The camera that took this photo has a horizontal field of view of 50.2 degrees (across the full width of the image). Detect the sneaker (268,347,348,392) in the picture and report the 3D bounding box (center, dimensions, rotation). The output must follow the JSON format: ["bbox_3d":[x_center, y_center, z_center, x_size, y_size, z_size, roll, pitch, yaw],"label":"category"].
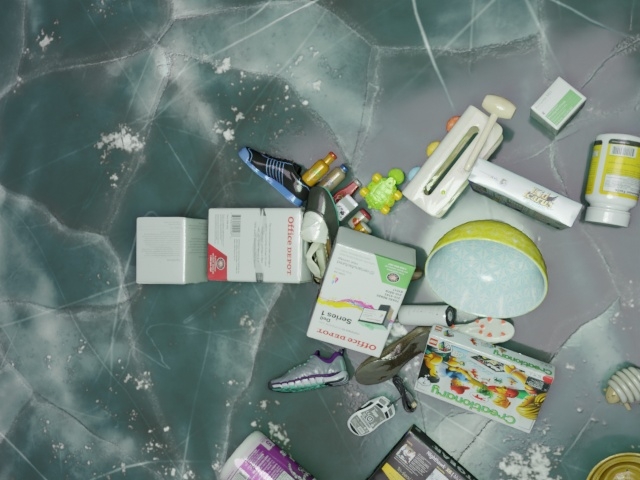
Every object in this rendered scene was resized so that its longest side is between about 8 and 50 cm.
[{"bbox_3d":[-0.035,0.353,1.849,0.224,0.083,0.098,-10,66,11],"label":"sneaker"}]

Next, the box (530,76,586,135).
[{"bbox_3d":[0.576,-0.325,1.658,0.087,0.102,0.101,44,102,13],"label":"box"}]

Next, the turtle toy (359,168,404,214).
[{"bbox_3d":[0.169,-0.134,1.787,0.095,0.066,0.130,42,98,2],"label":"turtle toy"}]

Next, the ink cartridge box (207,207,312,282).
[{"bbox_3d":[-0.158,0.012,1.845,0.273,0.114,0.197,1,90,20],"label":"ink cartridge box"}]

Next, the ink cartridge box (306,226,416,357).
[{"bbox_3d":[0.099,0.132,1.714,0.201,0.117,0.278,17,115,-1],"label":"ink cartridge box"}]

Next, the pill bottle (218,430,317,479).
[{"bbox_3d":[-0.107,0.661,1.808,0.301,0.169,0.169,38,99,12],"label":"pill bottle"}]

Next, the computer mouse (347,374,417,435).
[{"bbox_3d":[0.155,0.443,1.800,0.193,0.042,0.106,-34,97,11],"label":"computer mouse"}]

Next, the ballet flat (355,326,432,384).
[{"bbox_3d":[0.195,0.297,1.789,0.250,0.058,0.084,-38,117,17],"label":"ballet flat"}]

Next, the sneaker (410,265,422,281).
[{"bbox_3d":[0.176,0.101,1.796,0.188,0.066,0.071,1,110,18],"label":"sneaker"}]

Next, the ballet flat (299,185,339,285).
[{"bbox_3d":[0.000,0.000,1.751,0.095,0.096,0.280,13,128,34],"label":"ballet flat"}]

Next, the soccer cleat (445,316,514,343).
[{"bbox_3d":[0.392,0.238,1.715,0.196,0.076,0.068,-9,48,26],"label":"soccer cleat"}]

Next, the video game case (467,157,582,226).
[{"bbox_3d":[0.473,-0.104,1.598,0.244,0.269,0.061,26,96,14],"label":"video game case"}]

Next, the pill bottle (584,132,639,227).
[{"bbox_3d":[0.695,-0.141,1.615,0.119,0.119,0.208,11,93,15],"label":"pill bottle"}]

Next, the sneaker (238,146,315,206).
[{"bbox_3d":[-0.115,-0.195,1.864,0.232,0.081,0.090,40,97,5],"label":"sneaker"}]

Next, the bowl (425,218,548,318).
[{"bbox_3d":[0.409,0.041,1.658,0.289,0.289,0.156,10,50,15],"label":"bowl"}]

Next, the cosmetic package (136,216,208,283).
[{"bbox_3d":[-0.410,0.028,1.903,0.151,0.151,0.183,1,89,16],"label":"cosmetic package"}]

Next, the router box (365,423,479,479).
[{"bbox_3d":[0.277,0.668,1.746,0.309,0.081,0.243,40,100,12],"label":"router box"}]

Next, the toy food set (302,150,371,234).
[{"bbox_3d":[0.071,-0.117,1.791,0.104,0.111,0.232,-44,80,11],"label":"toy food set"}]

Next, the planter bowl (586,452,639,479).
[{"bbox_3d":[0.733,0.599,1.615,0.217,0.090,0.217,0,89,15],"label":"planter bowl"}]

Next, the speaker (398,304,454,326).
[{"bbox_3d":[0.268,0.191,1.743,0.136,0.055,0.055,-3,89,35],"label":"speaker"}]

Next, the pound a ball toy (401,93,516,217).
[{"bbox_3d":[0.329,-0.218,1.671,0.136,0.208,0.319,39,100,12],"label":"pound a ball toy"}]

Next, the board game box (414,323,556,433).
[{"bbox_3d":[0.399,0.340,1.687,0.305,0.053,0.193,18,124,15],"label":"board game box"}]

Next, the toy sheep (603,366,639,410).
[{"bbox_3d":[0.735,0.345,1.622,0.132,0.091,0.091,-35,81,-1],"label":"toy sheep"}]
